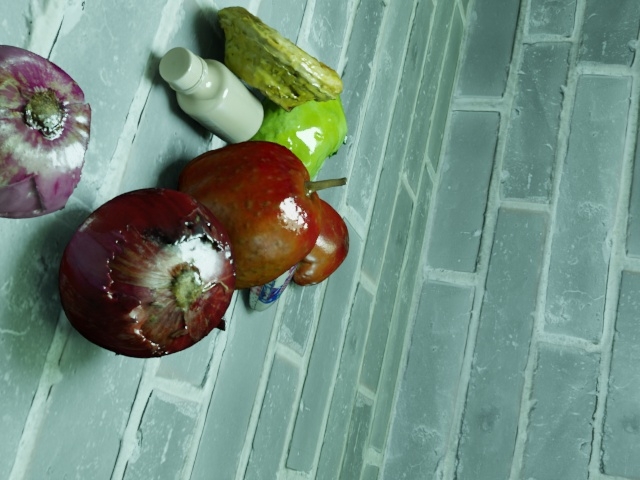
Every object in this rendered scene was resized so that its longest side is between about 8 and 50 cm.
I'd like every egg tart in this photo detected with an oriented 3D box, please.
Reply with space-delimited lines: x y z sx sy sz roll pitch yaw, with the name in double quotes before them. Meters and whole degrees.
"egg tart" -0.092 -0.341 1.467 0.123 0.294 0.294 -58 159 8

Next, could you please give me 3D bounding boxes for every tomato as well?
"tomato" 0.000 0.000 1.921 0.200 0.140 0.233 -67 153 -49

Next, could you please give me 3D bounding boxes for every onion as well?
"onion" -0.266 0.050 1.160 0.276 0.276 0.276 6 90 -68
"onion" -0.387 -0.136 0.903 0.207 0.201 0.200 -69 157 -3

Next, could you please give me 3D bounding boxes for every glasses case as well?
"glasses case" -0.089 0.042 1.652 0.125 0.076 0.327 -53 171 -41

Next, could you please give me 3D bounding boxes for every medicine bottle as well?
"medicine bottle" -0.203 -0.270 1.383 0.252 0.114 0.114 33 65 -66

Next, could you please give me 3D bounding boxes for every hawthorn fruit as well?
"hawthorn fruit" -0.105 -0.059 1.377 0.287 0.330 0.287 -19 90 -74

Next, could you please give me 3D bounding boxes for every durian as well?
"durian" -0.068 -0.199 1.626 0.339 0.205 0.255 -57 158 -46
